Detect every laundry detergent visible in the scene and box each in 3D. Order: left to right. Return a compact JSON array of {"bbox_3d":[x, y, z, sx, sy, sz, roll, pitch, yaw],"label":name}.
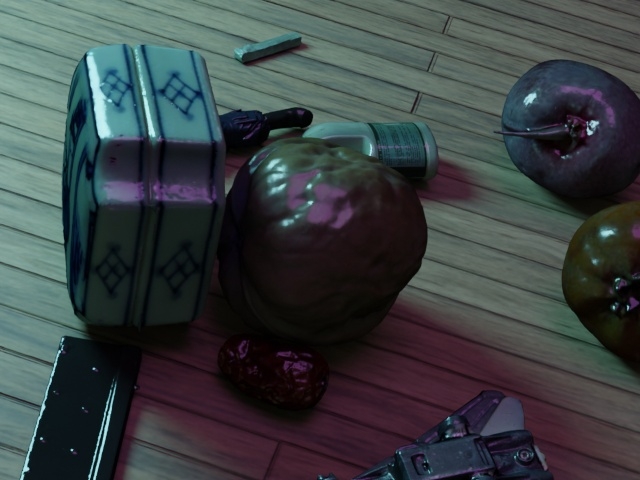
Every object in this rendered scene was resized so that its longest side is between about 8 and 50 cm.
[{"bbox_3d":[0.044,-0.123,1.806,0.225,0.070,0.099,-1,49,-18],"label":"laundry detergent"}]

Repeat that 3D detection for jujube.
[{"bbox_3d":[-0.054,0.144,1.470,0.129,0.077,0.077,19,40,17],"label":"jujube"}]

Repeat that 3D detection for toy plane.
[{"bbox_3d":[0.091,0.252,1.361,0.316,0.103,0.204,-4,44,-20],"label":"toy plane"}]

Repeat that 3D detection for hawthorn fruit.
[{"bbox_3d":[0.416,0.038,1.653,0.199,0.199,0.251,30,27,19],"label":"hawthorn fruit"}]

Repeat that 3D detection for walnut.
[{"bbox_3d":[0.000,0.002,1.520,0.248,0.248,0.248,8,40,-7],"label":"walnut"}]

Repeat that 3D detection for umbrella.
[{"bbox_3d":[-0.119,-0.147,1.808,0.248,0.071,0.071,-15,48,-39],"label":"umbrella"}]

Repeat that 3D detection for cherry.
[{"bbox_3d":[0.361,-0.156,1.845,0.213,0.183,0.266,40,32,8],"label":"cherry"}]

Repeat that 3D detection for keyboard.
[{"bbox_3d":[-0.253,0.217,1.372,0.101,0.018,0.310,9,40,-3],"label":"keyboard"}]

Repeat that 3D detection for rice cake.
[{"bbox_3d":[-0.080,-0.296,2.009,0.121,0.021,0.022,-23,42,-34],"label":"rice cake"}]

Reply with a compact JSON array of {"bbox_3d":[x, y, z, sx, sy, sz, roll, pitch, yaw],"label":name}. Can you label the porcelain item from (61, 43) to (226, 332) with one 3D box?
[{"bbox_3d":[-0.212,-0.059,1.500,0.157,0.281,0.286,1,43,-18],"label":"porcelain item"}]
